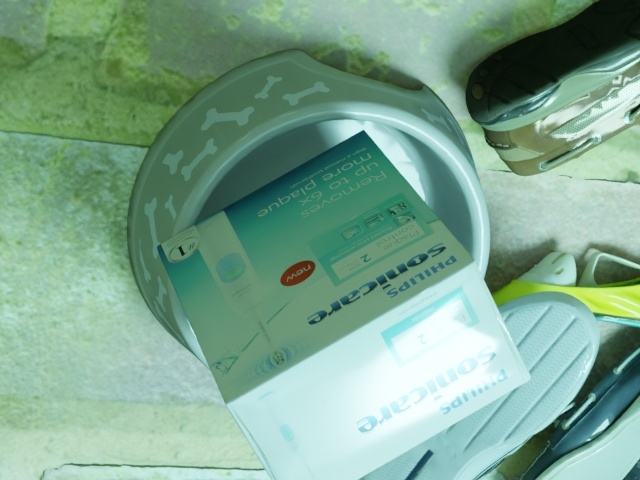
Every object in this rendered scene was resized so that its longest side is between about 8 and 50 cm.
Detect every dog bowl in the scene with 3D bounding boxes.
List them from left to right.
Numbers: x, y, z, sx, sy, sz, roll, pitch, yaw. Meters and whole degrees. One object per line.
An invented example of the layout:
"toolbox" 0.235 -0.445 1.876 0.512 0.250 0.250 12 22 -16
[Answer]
"dog bowl" 0.000 0.000 1.581 0.348 0.102 0.349 -7 116 -13

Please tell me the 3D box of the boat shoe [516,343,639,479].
"boat shoe" 0.287 0.197 1.767 0.095 0.079 0.254 26 114 -41

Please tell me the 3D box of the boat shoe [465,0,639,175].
"boat shoe" 0.297 -0.164 1.594 0.324 0.123 0.120 -24 124 4

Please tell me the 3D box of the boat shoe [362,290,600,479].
"boat shoe" 0.158 0.157 1.667 0.121 0.119 0.335 46 123 7

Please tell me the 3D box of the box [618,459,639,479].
"box" 0.390 0.355 1.786 0.232 0.183 0.059 30 137 -9

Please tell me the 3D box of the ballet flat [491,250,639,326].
"ballet flat" 0.260 0.049 1.706 0.231 0.077 0.077 3 92 -21

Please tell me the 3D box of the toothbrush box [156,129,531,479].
"toothbrush box" 0.009 0.057 1.384 0.216 0.295 0.126 -29 119 -1
